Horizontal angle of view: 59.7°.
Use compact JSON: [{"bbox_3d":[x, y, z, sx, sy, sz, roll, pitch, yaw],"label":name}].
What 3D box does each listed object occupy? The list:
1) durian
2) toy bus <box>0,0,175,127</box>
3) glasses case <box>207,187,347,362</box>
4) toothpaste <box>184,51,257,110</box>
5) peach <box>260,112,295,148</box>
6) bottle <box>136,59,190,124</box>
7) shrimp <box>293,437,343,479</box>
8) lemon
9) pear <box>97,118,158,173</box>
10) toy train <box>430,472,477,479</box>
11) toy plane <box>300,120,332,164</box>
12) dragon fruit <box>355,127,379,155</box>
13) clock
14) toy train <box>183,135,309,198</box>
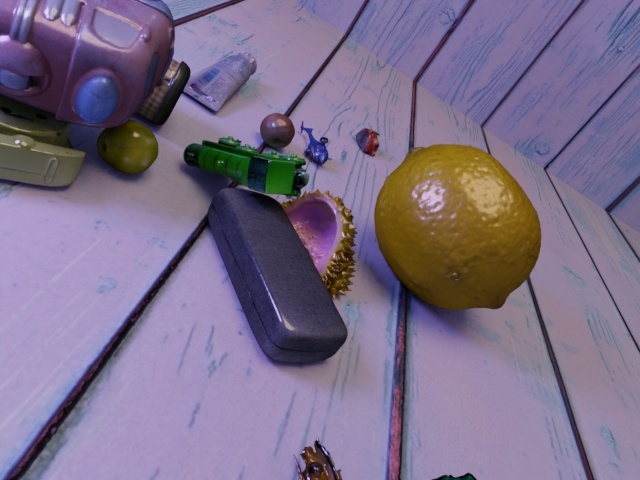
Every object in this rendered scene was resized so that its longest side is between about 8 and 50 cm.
[{"bbox_3d":[-0.001,0.000,1.007,0.132,0.165,0.182,-26,30,-15],"label":"durian"},{"bbox_3d":[-0.361,-0.276,0.795,0.294,0.197,0.231,17,45,-29],"label":"toy bus"},{"bbox_3d":[-0.076,0.043,0.871,0.131,0.074,0.323,8,39,-39],"label":"glasses case"},{"bbox_3d":[-0.239,-0.390,1.355,0.114,0.073,0.299,34,36,-4],"label":"toothpaste"},{"bbox_3d":[-0.099,-0.253,1.277,0.083,0.083,0.083,26,30,-17],"label":"peach"},{"bbox_3d":[-0.387,-0.324,1.020,0.271,0.143,0.156,27,4,-20],"label":"bottle"},{"bbox_3d":[0.055,0.330,0.607,0.248,0.068,0.150,54,21,21],"label":"shrimp"},{"bbox_3d":[0.267,-0.025,1.109,0.336,0.336,0.336,26,30,-17],"label":"lemon"},{"bbox_3d":[-0.308,-0.155,0.909,0.092,0.092,0.097,45,31,16],"label":"pear"},{"bbox_3d":[0.168,0.332,0.643,0.136,0.091,0.228,49,17,19],"label":"toy train"},{"bbox_3d":[-0.018,-0.240,1.382,0.062,0.054,0.167,-5,43,-15],"label":"toy plane"},{"bbox_3d":[0.144,-0.290,1.609,0.056,0.060,0.083,15,33,-27],"label":"dragon fruit"},{"bbox_3d":[-0.447,-0.178,0.809,0.170,0.069,0.231,7,40,-41],"label":"clock"},{"bbox_3d":[-0.135,-0.131,0.982,0.251,0.084,0.119,19,15,35],"label":"toy train"}]
